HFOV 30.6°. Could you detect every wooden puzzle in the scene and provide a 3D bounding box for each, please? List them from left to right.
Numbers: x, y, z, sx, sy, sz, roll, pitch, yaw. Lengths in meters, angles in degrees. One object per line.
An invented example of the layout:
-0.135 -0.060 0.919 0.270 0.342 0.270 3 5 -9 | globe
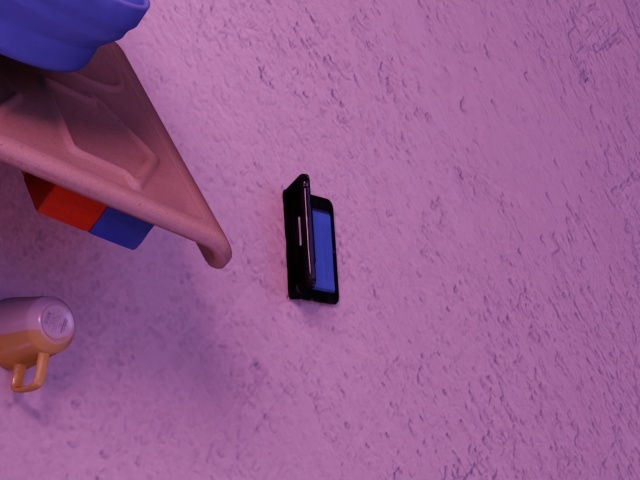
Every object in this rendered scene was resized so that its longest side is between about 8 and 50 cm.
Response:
-0.251 -0.122 0.917 0.348 0.080 0.322 30 19 -42 | wooden puzzle

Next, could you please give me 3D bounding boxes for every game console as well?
0.000 0.000 1.251 0.071 0.107 0.122 0 76 -18 | game console

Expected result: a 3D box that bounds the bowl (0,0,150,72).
-0.300 -0.259 0.831 0.391 0.077 0.391 37 11 -8 | bowl

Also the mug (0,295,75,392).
-0.234 0.080 0.973 0.062 0.064 0.078 -25 97 -49 | mug
